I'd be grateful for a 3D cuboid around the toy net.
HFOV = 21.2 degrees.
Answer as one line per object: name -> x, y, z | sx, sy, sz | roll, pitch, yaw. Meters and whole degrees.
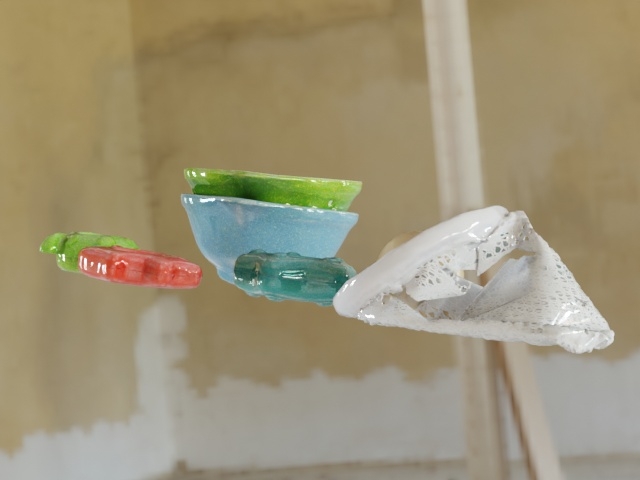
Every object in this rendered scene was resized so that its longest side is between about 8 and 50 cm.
toy net -> 0.000, 0.000, 0.560 | 0.122, 0.045, 0.232 | 6, 1, -32
